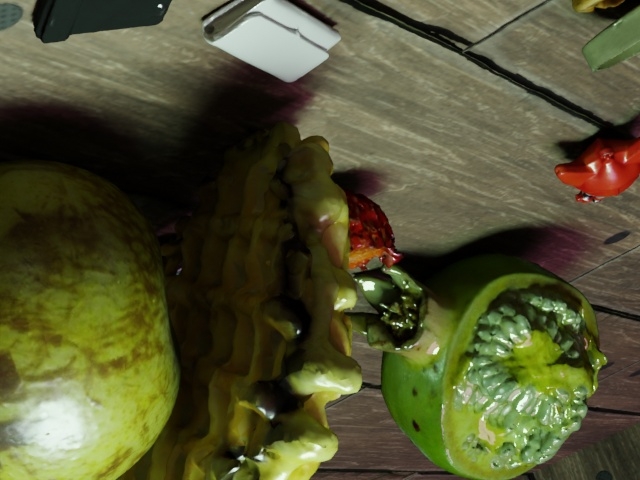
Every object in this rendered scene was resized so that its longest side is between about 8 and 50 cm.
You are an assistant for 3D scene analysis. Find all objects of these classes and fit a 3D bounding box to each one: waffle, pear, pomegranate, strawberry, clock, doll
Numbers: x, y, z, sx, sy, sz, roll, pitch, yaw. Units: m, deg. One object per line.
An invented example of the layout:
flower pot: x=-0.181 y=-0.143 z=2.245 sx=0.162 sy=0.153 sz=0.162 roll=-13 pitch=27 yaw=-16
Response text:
waffle: x=-0.081 y=0.098 z=1.398 sx=0.095 sy=0.379 sz=0.382 roll=19 pitch=134 yaw=-24
pear: x=-0.242 y=0.074 z=1.310 sx=0.284 sy=0.283 sz=0.283 roll=-19 pitch=161 yaw=-7
pomegranate: x=0.169 y=0.127 z=1.947 sx=0.341 sy=0.260 sz=0.260 roll=34 pitch=129 yaw=-29
strawberry: x=0.000 y=0.000 z=1.620 sx=0.145 sy=0.086 sz=0.145 roll=-17 pitch=160 yaw=-6
clock: x=0.323 y=-0.202 z=1.402 sx=0.235 sy=0.029 sz=0.235 roll=-28 pitch=176 yaw=-2
doll: x=0.300 y=-0.070 z=1.789 sx=0.109 sy=0.057 sz=0.169 roll=-20 pitch=160 yaw=6

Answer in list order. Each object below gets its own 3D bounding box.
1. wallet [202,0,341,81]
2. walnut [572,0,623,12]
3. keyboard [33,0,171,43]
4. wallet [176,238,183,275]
wallet: x=-0.034 y=-0.152 z=1.271 sx=0.061 sy=0.025 sz=0.122 roll=-35 pitch=157 yaw=17
walnut: x=0.243 y=-0.236 z=1.219 sx=0.167 sy=0.087 sz=0.211 roll=-29 pitch=178 yaw=31
keyboard: x=-0.103 y=-0.212 z=1.041 sx=0.101 sy=0.018 sz=0.309 roll=-13 pitch=159 yaw=-27
wallet: x=-0.128 y=0.051 z=1.702 sx=0.167 sy=0.036 sz=0.222 roll=-33 pitch=158 yaw=32
